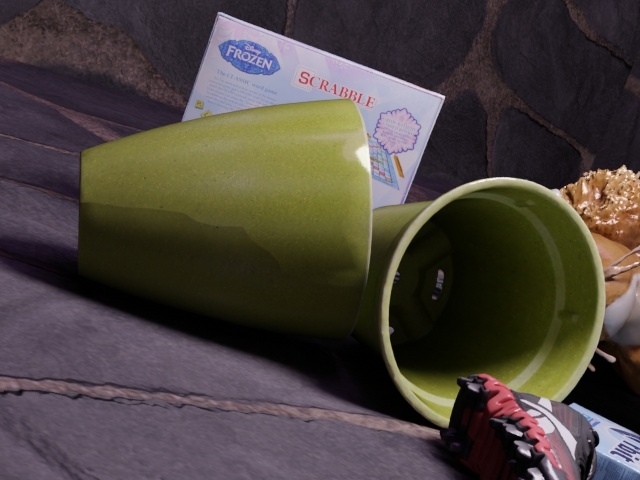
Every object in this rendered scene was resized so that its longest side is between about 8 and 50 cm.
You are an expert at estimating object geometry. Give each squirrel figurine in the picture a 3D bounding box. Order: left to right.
[{"bbox_3d":[0.396,0.070,1.501,0.370,0.281,0.397,16,21,-13],"label":"squirrel figurine"}]

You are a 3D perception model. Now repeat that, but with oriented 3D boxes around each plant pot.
[{"bbox_3d":[-0.118,-0.026,1.273,0.293,0.275,0.275,1,14,-11],"label":"plant pot"},{"bbox_3d":[0.136,0.059,1.325,0.276,0.276,0.254,16,-1,-24],"label":"plant pot"}]

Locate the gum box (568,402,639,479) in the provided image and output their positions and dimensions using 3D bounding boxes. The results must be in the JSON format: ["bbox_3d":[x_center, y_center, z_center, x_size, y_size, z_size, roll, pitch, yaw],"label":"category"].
[{"bbox_3d":[0.333,0.243,1.254,0.184,0.041,0.157,26,11,23],"label":"gum box"}]

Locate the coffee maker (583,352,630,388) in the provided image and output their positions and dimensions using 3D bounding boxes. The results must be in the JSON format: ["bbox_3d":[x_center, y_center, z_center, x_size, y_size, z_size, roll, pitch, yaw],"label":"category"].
[{"bbox_3d":[0.431,0.154,1.697,0.178,0.120,0.171,15,12,-27],"label":"coffee maker"}]

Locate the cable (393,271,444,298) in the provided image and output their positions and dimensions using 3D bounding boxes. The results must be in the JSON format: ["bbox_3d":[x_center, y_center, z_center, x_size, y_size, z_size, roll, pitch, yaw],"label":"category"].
[{"bbox_3d":[0.200,0.094,1.827,0.287,0.072,0.139,11,25,14],"label":"cable"}]

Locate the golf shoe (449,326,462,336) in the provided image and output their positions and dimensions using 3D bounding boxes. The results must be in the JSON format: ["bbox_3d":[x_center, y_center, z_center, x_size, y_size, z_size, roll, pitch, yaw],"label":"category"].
[{"bbox_3d":[0.205,0.137,1.525,0.094,0.077,0.198,6,-2,36],"label":"golf shoe"}]

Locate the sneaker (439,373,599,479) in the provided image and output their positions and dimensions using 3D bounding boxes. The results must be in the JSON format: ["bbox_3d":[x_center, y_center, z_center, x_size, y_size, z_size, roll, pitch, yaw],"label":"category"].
[{"bbox_3d":[0.201,0.202,1.044,0.135,0.098,0.276,17,9,-8],"label":"sneaker"}]

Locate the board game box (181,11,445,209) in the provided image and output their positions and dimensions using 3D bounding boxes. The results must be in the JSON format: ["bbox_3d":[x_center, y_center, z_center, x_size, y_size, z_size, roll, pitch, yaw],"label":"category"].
[{"bbox_3d":[-0.038,-0.100,1.547,0.318,0.318,0.066,20,10,-4],"label":"board game box"}]
